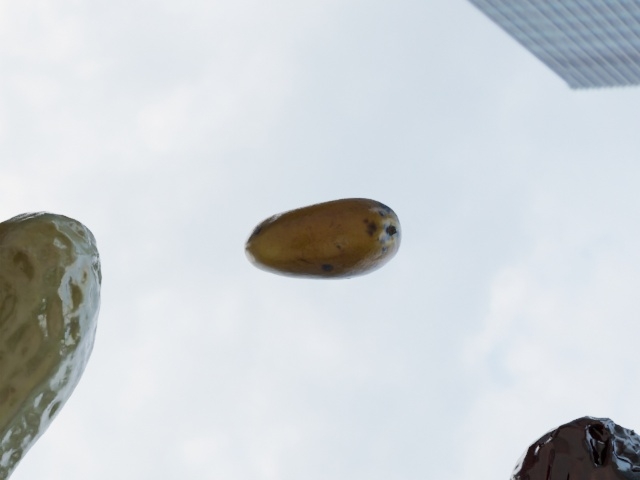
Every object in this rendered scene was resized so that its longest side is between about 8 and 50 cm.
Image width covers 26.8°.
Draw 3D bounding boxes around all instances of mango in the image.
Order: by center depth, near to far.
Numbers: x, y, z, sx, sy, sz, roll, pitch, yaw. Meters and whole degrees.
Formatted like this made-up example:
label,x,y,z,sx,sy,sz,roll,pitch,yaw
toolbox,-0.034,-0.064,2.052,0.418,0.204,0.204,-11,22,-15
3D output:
label,x,y,z,sx,sy,sz,roll,pitch,yaw
mango,0.001,0.000,1.482,0.178,0.115,0.090,-3,-91,5

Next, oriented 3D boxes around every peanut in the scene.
label,x,y,z,sx,sy,sz,roll,pitch,yaw
peanut,-0.279,0.114,1.050,0.152,0.152,0.313,38,-91,33

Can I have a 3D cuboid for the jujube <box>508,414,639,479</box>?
label,x,y,z,sx,sy,sz,roll,pitch,yaw
jujube,0.259,0.294,1.023,0.216,0.216,0.342,-39,-128,19
